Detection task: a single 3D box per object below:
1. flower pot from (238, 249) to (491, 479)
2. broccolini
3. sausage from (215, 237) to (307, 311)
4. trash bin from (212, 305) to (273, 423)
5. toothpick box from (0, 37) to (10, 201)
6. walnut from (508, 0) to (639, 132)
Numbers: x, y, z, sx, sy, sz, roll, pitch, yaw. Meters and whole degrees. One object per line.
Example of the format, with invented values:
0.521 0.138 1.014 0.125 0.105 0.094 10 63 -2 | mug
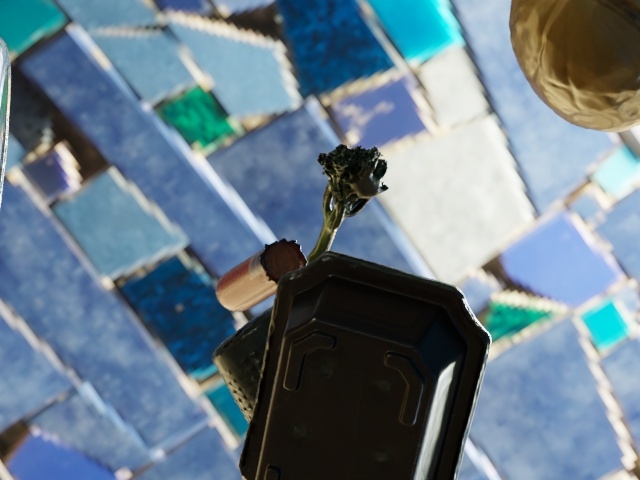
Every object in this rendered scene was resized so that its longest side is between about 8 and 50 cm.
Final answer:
0.024 0.146 1.396 0.178 0.251 0.084 15 21 10 | flower pot
0.004 -0.005 1.778 0.071 0.254 0.057 32 44 7 | broccolini
-0.059 0.039 1.619 0.050 0.145 0.048 33 63 -13 | sausage
-0.032 0.156 2.019 0.161 0.175 0.175 54 20 -3 | trash bin
-0.396 -0.065 1.308 0.316 0.229 0.229 6 35 -8 | toothpick box
0.227 -0.165 1.375 0.159 0.159 0.206 62 13 18 | walnut
